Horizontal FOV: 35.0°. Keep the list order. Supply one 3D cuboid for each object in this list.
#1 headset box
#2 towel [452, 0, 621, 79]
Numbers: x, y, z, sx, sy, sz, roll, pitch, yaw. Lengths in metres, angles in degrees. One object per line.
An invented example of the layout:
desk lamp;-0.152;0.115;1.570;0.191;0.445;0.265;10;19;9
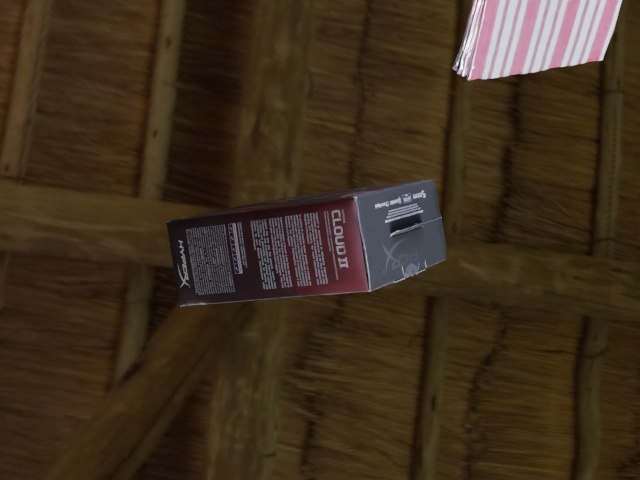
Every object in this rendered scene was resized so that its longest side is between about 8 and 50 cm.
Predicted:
headset box;0.000;0.000;1.223;0.293;0.218;0.110;-6;-85;31
towel;0.241;-0.249;1.090;0.029;0.197;0.144;-122;-151;-42
